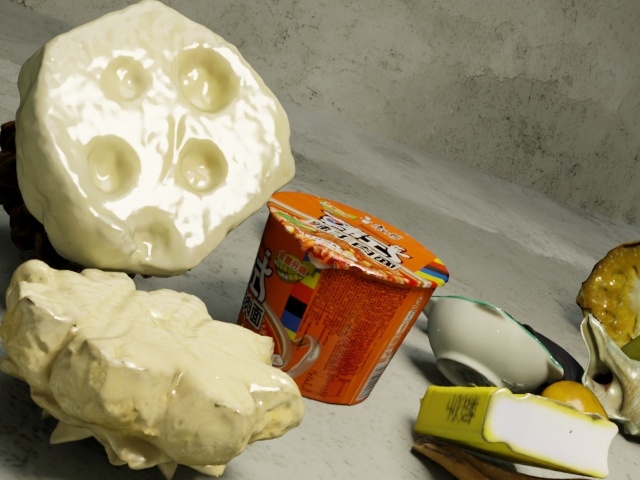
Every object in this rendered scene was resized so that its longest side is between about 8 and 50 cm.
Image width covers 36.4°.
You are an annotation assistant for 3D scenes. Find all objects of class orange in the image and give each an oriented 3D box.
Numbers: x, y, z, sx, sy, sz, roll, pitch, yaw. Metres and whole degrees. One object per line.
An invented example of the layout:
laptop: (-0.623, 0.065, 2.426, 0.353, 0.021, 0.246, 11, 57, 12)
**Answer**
orange: (0.688, 0.135, 1.835, 0.210, 0.271, 0.368, 2, 20, -33)

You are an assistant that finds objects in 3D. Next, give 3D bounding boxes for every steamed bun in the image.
steamed bun: (-0.164, 0.136, 0.917, 0.292, 0.137, 0.295, 30, 9, 36)

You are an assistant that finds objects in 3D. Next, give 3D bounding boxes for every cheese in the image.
cheese: (-0.181, -0.106, 1.092, 0.326, 0.318, 0.115, 17, -24, -28)

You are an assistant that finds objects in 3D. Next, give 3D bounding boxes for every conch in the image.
conch: (0.469, 0.241, 1.515, 0.234, 0.137, 0.114, 38, -2, 14)
conch: (0.233, 0.296, 1.069, 0.330, 0.093, 0.109, 11, 23, 38)

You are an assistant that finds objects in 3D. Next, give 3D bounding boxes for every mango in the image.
mango: (0.353, 0.249, 1.343, 0.163, 0.089, 0.111, 27, 44, -53)

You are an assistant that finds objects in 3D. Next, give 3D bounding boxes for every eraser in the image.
eraser: (0.218, 0.217, 1.130, 0.158, 0.069, 0.226, 21, -13, -12)

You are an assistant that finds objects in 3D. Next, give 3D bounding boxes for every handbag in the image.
handbag: (0.294, 0.162, 1.556, 0.254, 0.089, 0.211, 32, 7, 36)

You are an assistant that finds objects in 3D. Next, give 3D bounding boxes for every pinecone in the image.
pinecone: (-0.289, -0.065, 1.213, 0.243, 0.243, 0.257, 14, 24, -31)

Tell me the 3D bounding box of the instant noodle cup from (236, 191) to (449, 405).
instant noodle cup: (0.013, 0.077, 1.241, 0.250, 0.192, 0.250, 21, 16, -6)

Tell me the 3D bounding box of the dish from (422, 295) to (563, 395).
dish: (0.226, 0.174, 1.383, 0.224, 0.078, 0.246, 26, -22, 21)

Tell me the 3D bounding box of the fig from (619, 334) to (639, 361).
fig: (0.605, 0.229, 1.615, 0.225, 0.203, 0.203, 14, 6, 43)
